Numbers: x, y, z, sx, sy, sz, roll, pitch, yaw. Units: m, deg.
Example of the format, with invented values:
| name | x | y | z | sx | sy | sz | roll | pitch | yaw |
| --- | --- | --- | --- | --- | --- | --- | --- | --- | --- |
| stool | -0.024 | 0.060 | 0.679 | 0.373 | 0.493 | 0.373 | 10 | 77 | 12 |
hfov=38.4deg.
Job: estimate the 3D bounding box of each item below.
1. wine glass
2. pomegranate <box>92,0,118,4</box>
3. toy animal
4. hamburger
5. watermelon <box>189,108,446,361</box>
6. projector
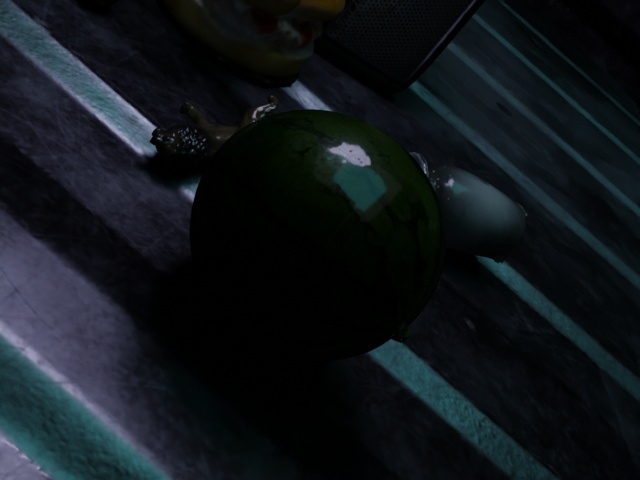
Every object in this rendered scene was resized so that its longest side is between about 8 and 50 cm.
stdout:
| name | x | y | z | sx | sy | sz | roll | pitch | yaw |
| --- | --- | --- | --- | --- | --- | --- | --- | --- | --- |
| wine glass | 0.187 | -0.044 | 1.284 | 0.204 | 0.111 | 0.111 | 23 | 33 | -28 |
| pomegranate | -0.280 | -0.327 | 1.156 | 0.073 | 0.073 | 0.084 | 41 | 66 | -1 |
| toy animal | -0.107 | -0.125 | 1.058 | 0.220 | 0.069 | 0.086 | -24 | 38 | -36 |
| hamburger | -0.094 | -0.370 | 1.314 | 0.261 | 0.186 | 0.302 | 39 | 31 | -3 |
| watermelon | -0.003 | -0.003 | 0.863 | 0.242 | 0.242 | 0.242 | 30 | 30 | -20 |
| projector | 0.152 | -0.527 | 1.599 | 0.242 | 0.405 | 0.395 | 27 | 32 | -23 |
